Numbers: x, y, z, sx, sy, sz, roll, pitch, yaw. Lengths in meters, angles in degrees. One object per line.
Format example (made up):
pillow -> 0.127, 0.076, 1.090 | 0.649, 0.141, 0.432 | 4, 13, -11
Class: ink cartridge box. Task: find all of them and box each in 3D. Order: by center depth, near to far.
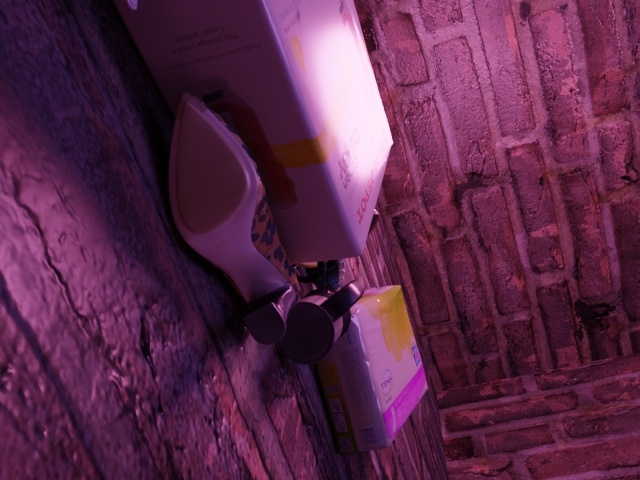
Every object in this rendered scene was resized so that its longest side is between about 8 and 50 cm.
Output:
ink cartridge box -> -0.045, -0.200, 0.674 | 0.279, 0.160, 0.385 | -69, 146, -46

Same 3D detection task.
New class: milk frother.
milk frother -> -0.021, 0.083, 0.773 | 0.143, 0.129, 0.135 | 33, 8, 9

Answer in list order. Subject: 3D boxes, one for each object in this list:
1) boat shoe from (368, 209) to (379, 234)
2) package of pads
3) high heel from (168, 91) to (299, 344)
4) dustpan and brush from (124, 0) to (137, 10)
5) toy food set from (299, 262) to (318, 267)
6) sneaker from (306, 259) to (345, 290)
boat shoe -> 0.042, -0.014, 1.027 | 0.064, 0.178, 0.060 | -12, 66, -41
package of pads -> 0.095, 0.207, 0.973 | 0.296, 0.101, 0.229 | -14, 88, -66
high heel -> -0.093, -0.026, 0.603 | 0.186, 0.093, 0.261 | -100, 171, -84
dustpan and brush -> -0.197, -0.279, 0.448 | 0.147, 0.060, 0.211 | 13, 62, -76
toy food set -> 0.013, -0.058, 0.909 | 0.128, 0.071, 0.218 | 42, 55, -23
sneaker -> 0.000, 0.000, 0.995 | 0.083, 0.071, 0.191 | -54, 129, -82
